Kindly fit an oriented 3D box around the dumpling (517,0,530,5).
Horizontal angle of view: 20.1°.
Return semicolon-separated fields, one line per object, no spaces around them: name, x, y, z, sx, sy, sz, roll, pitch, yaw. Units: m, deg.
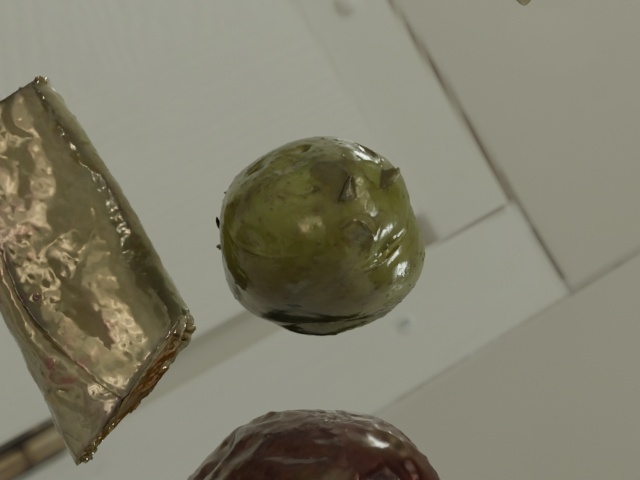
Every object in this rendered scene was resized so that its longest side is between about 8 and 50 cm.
dumpling;0.186;-0.251;1.706;0.077;0.043;0.059;66;17;-83

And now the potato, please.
potato;0.000;0.000;1.445;0.169;0.143;0.248;7;-12;11

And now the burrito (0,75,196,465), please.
burrito;-0.205;0.023;1.496;0.299;0.143;0.105;63;1;0

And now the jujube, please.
jujube;-0.024;0.323;1.877;0.276;0.276;0.377;54;-46;13
